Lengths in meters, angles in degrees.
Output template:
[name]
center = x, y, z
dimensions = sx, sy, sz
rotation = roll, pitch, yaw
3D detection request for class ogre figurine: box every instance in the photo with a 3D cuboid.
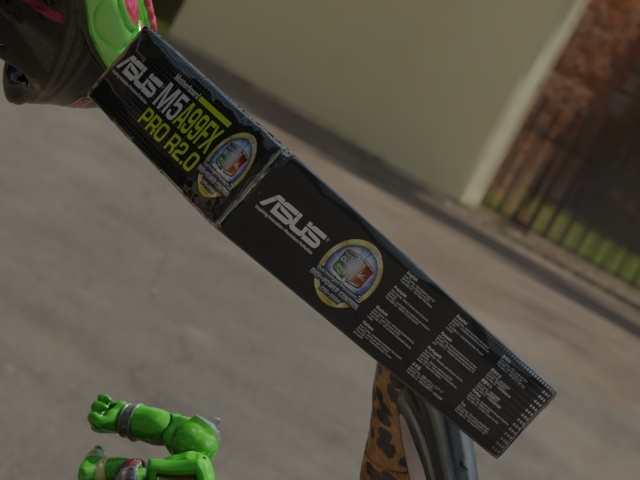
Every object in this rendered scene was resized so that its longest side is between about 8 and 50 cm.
[ogre figurine]
center = -0.143, 0.213, 1.554
dimensions = 0.118, 0.097, 0.197
rotation = -7, 32, 13

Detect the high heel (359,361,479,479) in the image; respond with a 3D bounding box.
[high heel]
center = 0.063, 0.143, 1.407
dimensions = 0.093, 0.186, 0.261
rotation = -7, -13, -16

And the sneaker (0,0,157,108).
[sneaker]
center = -0.287, -0.276, 1.767
dimensions = 0.483, 0.202, 0.185
rotation = 76, 6, -50

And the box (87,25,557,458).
[box]
center = 0.000, 0.000, 1.152
dimensions = 0.270, 0.060, 0.216
rotation = 41, 1, -35
